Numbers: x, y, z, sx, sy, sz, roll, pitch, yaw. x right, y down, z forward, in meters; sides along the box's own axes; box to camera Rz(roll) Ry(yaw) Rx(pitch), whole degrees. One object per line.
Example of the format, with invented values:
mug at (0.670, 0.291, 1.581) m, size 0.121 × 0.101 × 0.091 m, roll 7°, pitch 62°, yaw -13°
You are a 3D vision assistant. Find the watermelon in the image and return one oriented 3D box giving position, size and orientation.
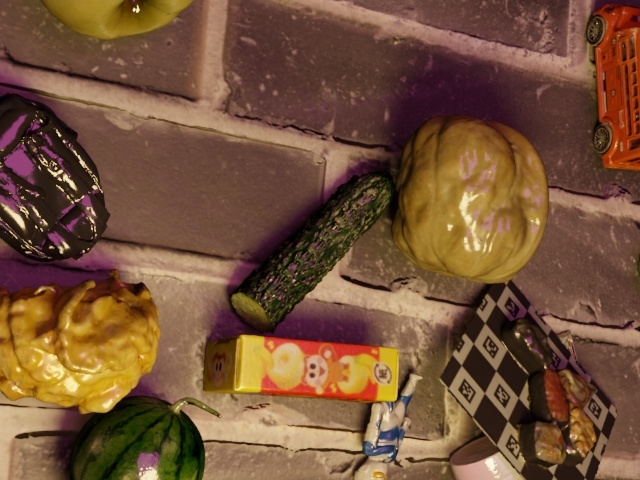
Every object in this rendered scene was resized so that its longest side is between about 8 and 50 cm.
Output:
watermelon at (-0.252, 0.304, 1.450) m, size 0.188 × 0.188 × 0.214 m, roll 29°, pitch 95°, yaw -19°

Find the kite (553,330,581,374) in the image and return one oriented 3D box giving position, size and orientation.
kite at (0.403, 0.278, 1.875) m, size 0.323 × 0.013 × 0.267 m, roll 34°, pitch 68°, yaw -15°

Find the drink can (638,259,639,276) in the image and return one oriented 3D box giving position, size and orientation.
drink can at (0.729, 0.074, 2.008) m, size 0.205 × 0.118 × 0.118 m, roll 20°, pitch 74°, yaw -22°

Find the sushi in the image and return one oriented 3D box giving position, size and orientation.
sushi at (0.390, 0.256, 1.757) m, size 0.359 × 0.064 × 0.343 m, roll 50°, pitch 40°, yaw -7°

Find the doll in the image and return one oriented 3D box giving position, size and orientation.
doll at (0.109, 0.321, 1.694) m, size 0.114 × 0.057 × 0.227 m, roll 32°, pitch 75°, yaw -53°

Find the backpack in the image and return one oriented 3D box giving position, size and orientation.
backpack at (-0.418, -0.083, 1.478) m, size 0.206 × 0.133 × 0.258 m, roll -48°, pitch 110°, yaw -20°

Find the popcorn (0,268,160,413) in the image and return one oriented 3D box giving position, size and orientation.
popcorn at (-0.344, 0.137, 1.418) m, size 0.250 × 0.250 × 0.189 m, roll -8°, pitch 106°, yaw -27°

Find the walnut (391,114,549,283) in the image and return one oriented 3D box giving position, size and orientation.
walnut at (0.248, -0.067, 1.716) m, size 0.282 × 0.253 × 0.276 m, roll 2°, pitch 87°, yaw -32°

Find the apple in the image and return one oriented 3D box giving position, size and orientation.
apple at (-0.300, -0.427, 1.519) m, size 0.262 × 0.262 × 0.262 m, roll 4°, pitch 80°, yaw -25°

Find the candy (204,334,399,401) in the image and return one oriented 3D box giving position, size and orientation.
candy at (-0.029, 0.203, 1.605) m, size 0.276 × 0.146 × 0.088 m, roll 9°, pitch 79°, yaw -26°

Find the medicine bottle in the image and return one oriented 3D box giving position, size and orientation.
medicine bottle at (0.326, 0.460, 1.732) m, size 0.152 × 0.152 × 0.254 m, roll -26°, pitch 91°, yaw -27°

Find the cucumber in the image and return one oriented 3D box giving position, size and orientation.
cucumber at (0.000, 0.000, 1.682) m, size 0.096 × 0.096 × 0.359 m, roll 49°, pitch 62°, yaw -11°

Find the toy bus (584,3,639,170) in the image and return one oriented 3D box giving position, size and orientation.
toy bus at (0.621, -0.307, 1.996) m, size 0.143 × 0.153 × 0.329 m, roll 3°, pitch 80°, yaw -24°
